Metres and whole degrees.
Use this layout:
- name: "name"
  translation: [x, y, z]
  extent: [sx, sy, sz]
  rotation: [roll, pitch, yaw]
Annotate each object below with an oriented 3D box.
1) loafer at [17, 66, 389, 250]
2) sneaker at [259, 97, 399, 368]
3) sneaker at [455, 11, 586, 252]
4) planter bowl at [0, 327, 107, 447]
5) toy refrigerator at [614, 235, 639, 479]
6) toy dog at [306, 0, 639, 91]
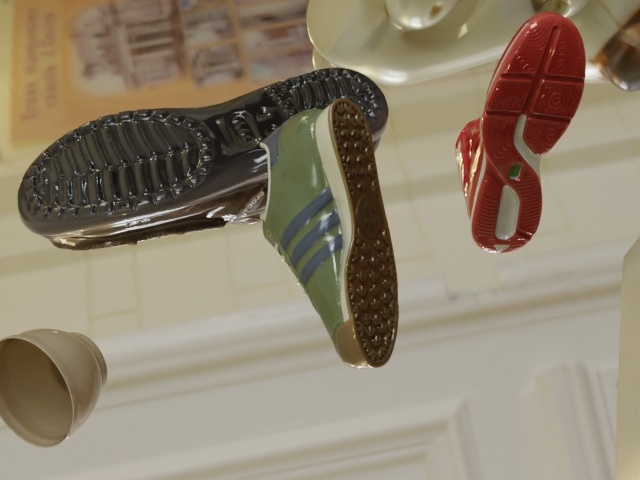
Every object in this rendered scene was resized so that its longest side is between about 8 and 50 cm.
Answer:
- name: "loafer"
  translation: [-0.106, -0.053, 1.229]
  extent: [0.130, 0.365, 0.134]
  rotation: [84, 171, -51]
- name: "sneaker"
  translation: [0.000, 0.000, 0.917]
  extent: [0.064, 0.086, 0.192]
  rotation: [-2, -97, -53]
- name: "sneaker"
  translation: [0.159, -0.112, 1.120]
  extent: [0.128, 0.087, 0.221]
  rotation: [-111, 31, -57]
- name: "planter bowl"
  translation: [-0.363, 0.188, 1.736]
  extent: [0.109, 0.162, 0.162]
  rotation: [-30, -65, -53]
- name: "toy refrigerator"
  translation: [0.193, 0.072, 0.557]
  extent: [0.094, 0.102, 0.269]
  rotation: [-60, 4, 32]
- name: "toy dog"
  translation: [0.213, -0.286, 1.414]
  extent: [0.284, 0.407, 0.395]
  rotation: [-124, 42, -60]
